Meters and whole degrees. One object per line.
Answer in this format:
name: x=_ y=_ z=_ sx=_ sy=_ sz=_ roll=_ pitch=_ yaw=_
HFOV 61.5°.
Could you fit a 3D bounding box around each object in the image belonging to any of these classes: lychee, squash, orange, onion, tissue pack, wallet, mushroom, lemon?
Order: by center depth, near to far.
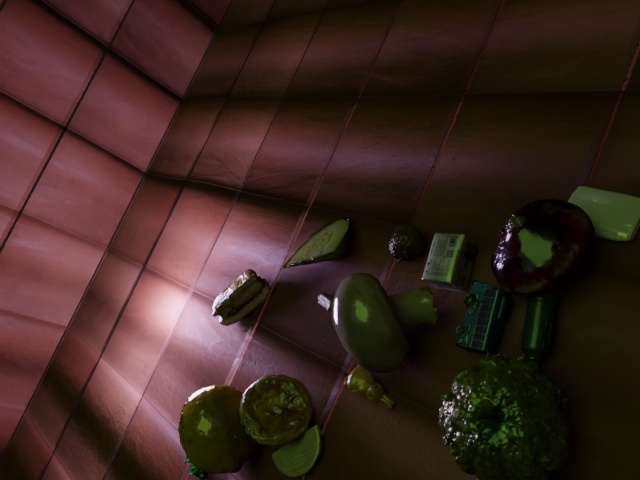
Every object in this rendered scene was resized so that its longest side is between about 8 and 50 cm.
orange: x=0.417 y=0.406 z=1.221 sx=0.300 sy=0.223 sz=0.301 roll=20 pitch=81 yaw=42
onion: x=0.522 y=0.001 z=1.340 sx=0.272 sy=0.195 sz=0.272 roll=-45 pitch=17 yaw=18
wallet: x=0.709 y=-0.067 z=1.353 sx=0.183 sy=0.032 sz=0.124 roll=23 pitch=85 yaw=49
mushroom: x=0.183 y=0.208 z=1.524 sx=0.290 sy=0.297 sz=0.297 roll=-26 pitch=48 yaw=3
tissue pack: x=0.372 y=0.063 z=1.544 sx=0.106 sy=0.099 sz=0.148 roll=5 pitch=71 yaw=47
lychee: x=0.266 y=0.010 z=1.668 sx=0.114 sy=0.114 sz=0.146 roll=-23 pitch=33 yaw=32
lemon: x=-0.333 y=0.622 z=1.772 sx=0.258 sy=0.258 sz=0.310 roll=-42 pitch=52 yaw=17
squash: x=0.000 y=0.000 z=1.894 sx=0.237 sy=0.204 sz=0.154 roll=-15 pitch=81 yaw=38

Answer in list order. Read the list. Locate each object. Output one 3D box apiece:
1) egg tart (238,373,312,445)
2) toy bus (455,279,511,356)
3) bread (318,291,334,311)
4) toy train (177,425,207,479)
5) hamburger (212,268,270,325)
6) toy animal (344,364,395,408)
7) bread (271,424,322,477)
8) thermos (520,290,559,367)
egg tart: x=-0.143 y=0.544 z=1.717 sx=0.241 sy=0.106 sz=0.241 roll=0 pitch=49 yaw=0
toy bus: x=0.432 y=0.205 z=1.417 sx=0.106 sy=0.090 sz=0.184 roll=6 pitch=74 yaw=45
bread: x=0.024 y=0.209 z=1.838 sx=0.088 sy=0.034 sz=0.049 roll=26 pitch=101 yaw=52
toy train: x=-0.435 y=0.732 z=1.940 sx=0.119 sy=0.085 sz=0.251 roll=-42 pitch=47 yaw=10
hamburger: x=-0.310 y=0.219 z=2.094 sx=0.262 sy=0.124 sz=0.131 roll=-40 pitch=27 yaw=13
toy animal: x=0.152 y=0.432 z=1.570 sx=0.159 sy=0.070 sz=0.083 roll=27 pitch=85 yaw=43
bread: x=-0.058 y=0.664 z=1.655 sx=0.193 sy=0.036 sz=0.112 roll=-39 pitch=51 yaw=16
thermos: x=0.540 y=0.219 z=1.320 sx=0.083 sy=0.073 sz=0.187 roll=0 pitch=69 yaw=43
